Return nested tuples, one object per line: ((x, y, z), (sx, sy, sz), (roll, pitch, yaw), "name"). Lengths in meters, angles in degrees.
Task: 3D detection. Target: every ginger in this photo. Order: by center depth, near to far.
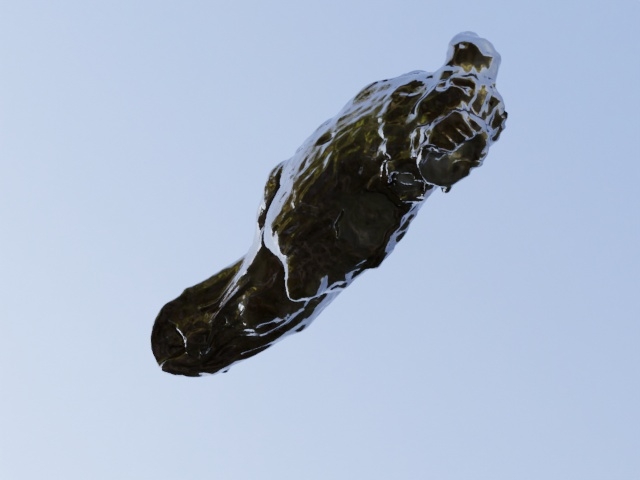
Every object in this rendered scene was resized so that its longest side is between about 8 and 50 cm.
((0.002, -0.001, 0.701), (0.084, 0.290, 0.122), (28, -130, -18), "ginger")
